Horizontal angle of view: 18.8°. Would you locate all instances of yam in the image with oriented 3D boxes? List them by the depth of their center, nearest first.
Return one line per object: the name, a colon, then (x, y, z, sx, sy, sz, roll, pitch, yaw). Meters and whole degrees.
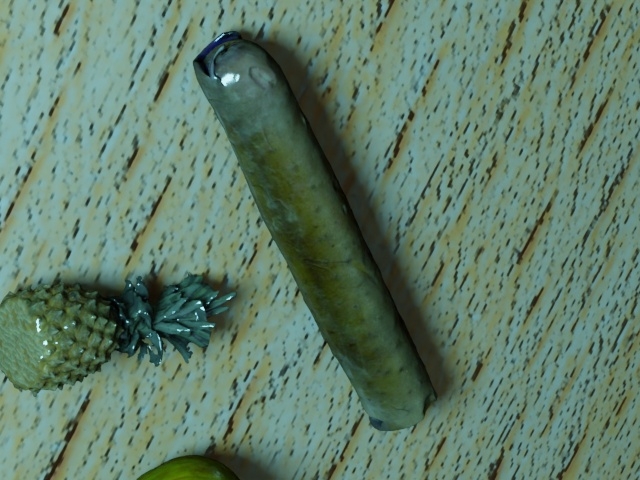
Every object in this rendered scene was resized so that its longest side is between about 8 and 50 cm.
yam: (0.000, 0.000, 1.031, 0.046, 0.046, 0.264, -35, 126, -13)

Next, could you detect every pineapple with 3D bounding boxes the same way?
pineapple: (-0.105, 0.041, 0.991, 0.124, 0.058, 0.058, -13, 117, -41)

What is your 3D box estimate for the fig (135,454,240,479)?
fig: (-0.082, 0.158, 1.038, 0.098, 0.082, 0.084, -2, 148, -14)
